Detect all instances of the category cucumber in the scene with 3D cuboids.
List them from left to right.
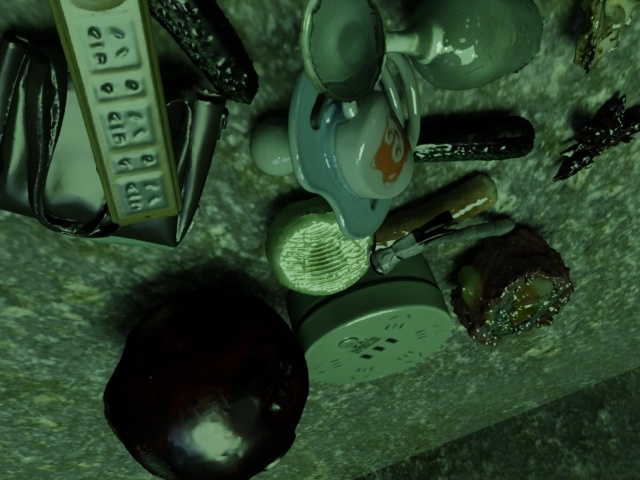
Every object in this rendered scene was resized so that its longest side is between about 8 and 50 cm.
[{"bbox_3d":[-0.146,-0.256,0.746,0.072,0.072,0.300,-27,146,13],"label":"cucumber"},{"bbox_3d":[0.231,-0.165,1.033,0.242,0.074,0.074,-6,144,-16],"label":"cucumber"}]

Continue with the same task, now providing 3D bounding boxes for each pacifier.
[{"bbox_3d":[0.005,-0.144,0.896,0.233,0.244,0.299,1,152,29],"label":"pacifier"}]

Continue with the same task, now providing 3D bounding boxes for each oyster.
[{"bbox_3d":[0.405,-0.374,0.831,0.129,0.078,0.345,-31,147,-18],"label":"oyster"}]

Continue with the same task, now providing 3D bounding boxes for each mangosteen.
[{"bbox_3d":[-0.212,0.293,1.226,0.381,0.380,0.421,-1,151,-23],"label":"mangosteen"}]

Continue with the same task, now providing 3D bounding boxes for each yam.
[{"bbox_3d":[0.165,-0.028,1.195,0.357,0.081,0.081,-25,145,9],"label":"yam"}]

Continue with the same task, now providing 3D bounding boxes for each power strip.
[{"bbox_3d":[-0.215,-0.172,0.668,0.092,0.066,0.387,-12,133,-13],"label":"power strip"},{"bbox_3d":[0.112,0.173,1.372,0.358,0.161,0.357,-12,145,-9],"label":"power strip"}]

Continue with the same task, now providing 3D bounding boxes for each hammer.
[{"bbox_3d":[0.258,-0.009,1.181,0.152,0.044,0.427,-35,164,34],"label":"hammer"}]

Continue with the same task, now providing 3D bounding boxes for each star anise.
[{"bbox_3d":[0.504,-0.193,1.134,0.212,0.053,0.157,-26,146,15],"label":"star anise"}]

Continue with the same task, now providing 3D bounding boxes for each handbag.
[{"bbox_3d":[-0.281,-0.120,0.810,0.285,0.113,0.257,14,130,-21],"label":"handbag"}]

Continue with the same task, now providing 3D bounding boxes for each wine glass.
[{"bbox_3d":[0.134,-0.246,0.759,0.321,0.143,0.143,-15,149,-35],"label":"wine glass"}]

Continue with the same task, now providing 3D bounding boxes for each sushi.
[{"bbox_3d":[0.408,0.099,1.397,0.237,0.170,0.270,-5,141,-19],"label":"sushi"}]

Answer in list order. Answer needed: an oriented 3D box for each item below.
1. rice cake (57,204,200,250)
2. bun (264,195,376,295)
[{"bbox_3d":[-0.302,-0.039,1.001,0.211,0.038,0.124,6,138,-32],"label":"rice cake"},{"bbox_3d":[0.000,0.000,1.113,0.196,0.118,0.195,-3,120,-6],"label":"bun"}]
